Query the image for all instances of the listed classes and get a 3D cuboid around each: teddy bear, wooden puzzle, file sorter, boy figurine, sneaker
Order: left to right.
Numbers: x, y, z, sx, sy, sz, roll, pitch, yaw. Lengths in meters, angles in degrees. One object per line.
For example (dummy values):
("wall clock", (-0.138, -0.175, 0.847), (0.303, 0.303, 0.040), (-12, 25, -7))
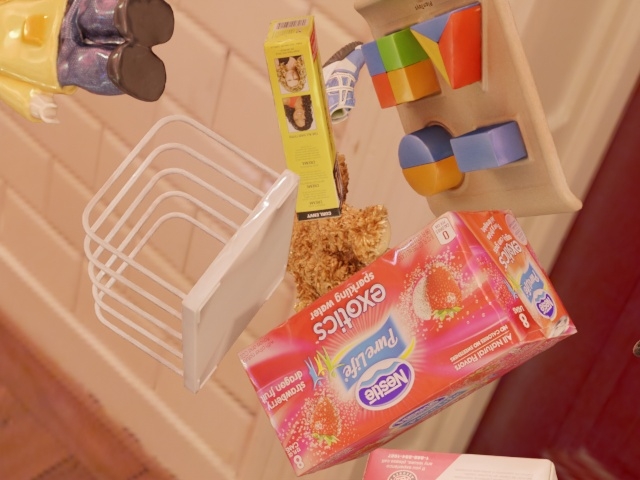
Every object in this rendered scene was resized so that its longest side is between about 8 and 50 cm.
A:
("boy figurine", (-0.278, -0.205, 1.400), (0.285, 0.177, 0.092), (10, 0, 29))
("file sorter", (-0.154, 0.014, 1.625), (0.173, 0.278, 0.193), (33, 67, 9))
("teddy bear", (0.000, 0.000, 2.014), (0.113, 0.245, 0.338), (-7, 36, -24))
("sneaker", (0.021, -0.230, 2.228), (0.081, 0.080, 0.211), (38, 59, 1))
("wooden puzzle", (0.170, -0.176, 1.869), (0.080, 0.322, 0.348), (-27, 99, -25))

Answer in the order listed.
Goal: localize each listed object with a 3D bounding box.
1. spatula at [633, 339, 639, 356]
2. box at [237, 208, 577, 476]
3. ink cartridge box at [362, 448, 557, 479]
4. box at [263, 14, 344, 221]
("spatula", (0.440, 0.124, 1.567), (0.030, 0.296, 0.084), (47, 72, -20))
("box", (0.072, 0.088, 1.238), (0.122, 0.257, 0.128), (-5, 64, -58))
("ink cartridge box", (0.126, 0.366, 1.473), (0.207, 0.117, 0.283), (1, 48, 20))
("box", (-0.018, -0.145, 1.708), (0.058, 0.232, 0.087), (-7, 25, 8))
